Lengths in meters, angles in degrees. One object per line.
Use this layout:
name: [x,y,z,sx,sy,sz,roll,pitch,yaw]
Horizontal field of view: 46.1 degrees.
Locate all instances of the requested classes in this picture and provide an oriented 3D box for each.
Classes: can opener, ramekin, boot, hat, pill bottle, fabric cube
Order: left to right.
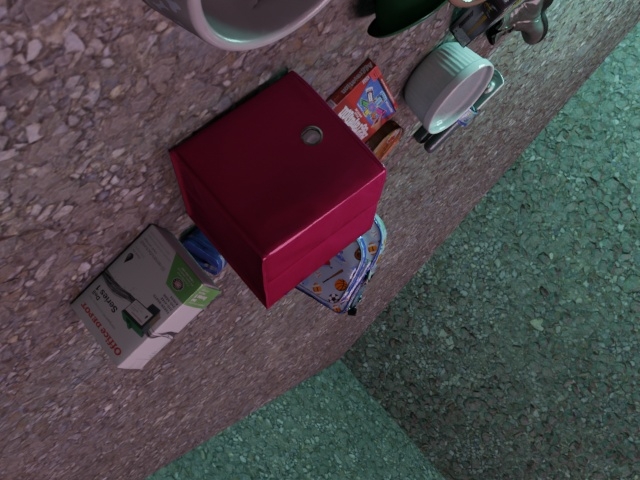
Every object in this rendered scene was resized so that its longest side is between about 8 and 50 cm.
fabric cube: [-0.073,-0.084,1.315,0.258,0.254,0.259,-36,164,-16]
pill bottle: [0.008,-0.192,1.566,0.067,0.067,0.120,-47,163,14]
hat: [0.111,-0.452,1.225,0.173,0.184,0.208,-37,-154,2]
ramekin: [0.289,-0.359,1.736,0.207,0.109,0.207,-39,164,-13]
can opener: [0.381,-0.352,2.036,0.283,0.076,0.095,-45,163,10]
boot: [0.472,-0.529,1.835,0.161,0.083,0.246,-32,162,1]

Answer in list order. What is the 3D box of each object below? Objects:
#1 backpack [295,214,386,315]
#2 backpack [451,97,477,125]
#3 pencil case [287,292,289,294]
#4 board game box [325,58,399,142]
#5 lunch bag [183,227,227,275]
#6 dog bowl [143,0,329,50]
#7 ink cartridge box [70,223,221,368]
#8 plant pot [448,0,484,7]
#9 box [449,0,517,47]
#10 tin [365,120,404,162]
backpack: [0.027,0.018,1.834,0.264,0.276,0.213,-59,177,3]
backpack: [0.331,-0.336,1.885,0.084,0.114,0.105,-49,164,22]
pencil case: [-0.063,0.083,2.111,0.151,0.064,0.070,-44,139,4]
board game box: [0.088,-0.281,1.605,0.145,0.027,0.281,-43,164,6]
lunch bag: [-0.229,0.019,1.495,0.065,0.098,0.067,-54,171,-35]
dog bowl: [-0.059,-0.373,0.879,0.348,0.102,0.349,-39,163,-14]
ink cartridge box: [-0.320,0.106,1.376,0.219,0.160,0.092,-44,163,3]
plant pot: [0.181,-0.472,0.961,0.263,0.229,0.263,-40,164,-14]
box: [0.384,-0.504,1.553,0.183,0.056,0.231,-38,-177,-10]
tin: [0.131,-0.216,1.858,0.190,0.040,0.106,-50,167,24]
